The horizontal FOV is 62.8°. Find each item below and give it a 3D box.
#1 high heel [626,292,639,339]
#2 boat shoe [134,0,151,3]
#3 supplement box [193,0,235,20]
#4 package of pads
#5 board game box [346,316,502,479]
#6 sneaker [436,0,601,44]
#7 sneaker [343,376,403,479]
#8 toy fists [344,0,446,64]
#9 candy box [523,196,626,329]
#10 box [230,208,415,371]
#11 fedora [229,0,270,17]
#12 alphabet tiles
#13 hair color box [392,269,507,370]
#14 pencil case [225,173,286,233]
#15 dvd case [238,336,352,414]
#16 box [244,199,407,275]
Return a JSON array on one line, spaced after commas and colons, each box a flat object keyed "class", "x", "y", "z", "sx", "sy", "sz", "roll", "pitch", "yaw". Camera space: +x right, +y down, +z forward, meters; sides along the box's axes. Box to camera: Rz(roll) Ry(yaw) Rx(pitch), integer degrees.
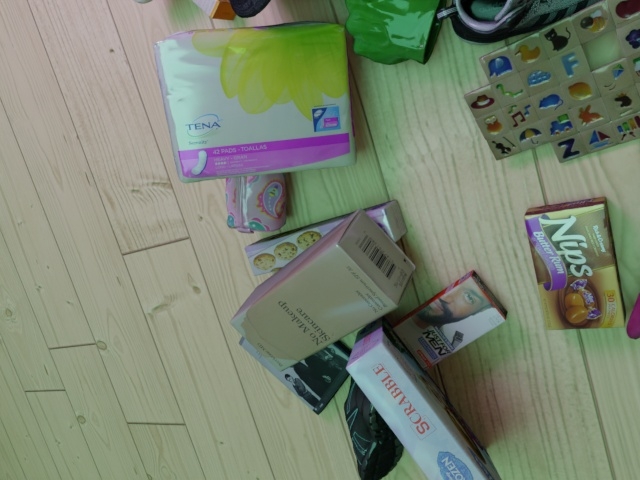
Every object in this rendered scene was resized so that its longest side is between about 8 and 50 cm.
[{"class": "high heel", "x": 0.455, "y": 0.017, "z": 0.711, "sx": 0.117, "sy": 0.082, "sz": 0.243, "roll": 33, "pitch": 122, "yaw": 22}, {"class": "boat shoe", "x": -0.256, "y": -0.512, "z": 0.949, "sx": 0.228, "sy": 0.081, "sz": 0.079, "roll": -36, "pitch": 79, "yaw": 27}, {"class": "supplement box", "x": -0.203, "y": -0.446, "z": 0.952, "sx": 0.098, "sy": 0.062, "sz": 0.036, "roll": 44, "pitch": 124, "yaw": 10}, {"class": "package of pads", "x": -0.098, "y": -0.223, "z": 0.839, "sx": 0.297, "sy": 0.101, "sz": 0.229, "roll": -7, "pitch": 109, "yaw": -3}, {"class": "board game box", "x": 0.170, "y": 0.278, "z": 0.831, "sx": 0.066, "sy": 0.318, "sz": 0.318, "roll": -38, "pitch": 86, "yaw": 5}, {"class": "sneaker", "x": 0.281, "y": -0.316, "z": 0.655, "sx": 0.269, "sy": 0.153, "sz": 0.101, "roll": -9, "pitch": 102, "yaw": 33}, {"class": "sneaker", "x": 0.103, "y": 0.369, "z": 1.045, "sx": 0.106, "sy": 0.101, "sz": 0.267, "roll": 38, "pitch": 134, "yaw": 50}, {"class": "toy fists", "x": 0.124, "y": -0.400, "z": 0.759, "sx": 0.142, "sy": 0.096, "sz": 0.278, "roll": 21, "pitch": 114, "yaw": 15}, {"class": "candy box", "x": 0.378, "y": 0.037, "z": 0.778, "sx": 0.109, "sy": 0.053, "sz": 0.186, "roll": -8, "pitch": 103, "yaw": 32}, {"class": "box", "x": -0.004, "y": 0.096, "z": 0.919, "sx": 0.148, "sy": 0.121, "sz": 0.311, "roll": 45, "pitch": 129, "yaw": -7}, {"class": "fedora", "x": -0.029, "y": -0.462, "z": 0.748, "sx": 0.334, "sy": 0.153, "sz": 0.333, "roll": -10, "pitch": 79, "yaw": 63}, {"class": "alphabet tiles", "x": 0.329, "y": -0.195, "z": 0.707, "sx": 0.237, "sy": 0.009, "sz": 0.198, "roll": -18, "pitch": 122, "yaw": 34}, {"class": "hair color box", "x": 0.218, "y": 0.136, "z": 0.891, "sx": 0.167, "sy": 0.053, "sz": 0.093, "roll": -40, "pitch": 84, "yaw": 23}, {"class": "pencil case", "x": -0.127, "y": -0.157, "z": 0.972, "sx": 0.124, "sy": 0.124, "sz": 0.283, "roll": 9, "pitch": 112, "yaw": 28}, {"class": "dvd case", "x": -0.051, "y": 0.234, "z": 1.112, "sx": 0.239, "sy": 0.030, "sz": 0.179, "roll": 39, "pitch": 122, "yaw": 15}, {"class": "box", "x": 0.000, "y": 0.000, "z": 0.982, "sx": 0.324, "sy": 0.063, "sz": 0.067, "roll": -14, "pitch": 101, "yaw": 33}]
